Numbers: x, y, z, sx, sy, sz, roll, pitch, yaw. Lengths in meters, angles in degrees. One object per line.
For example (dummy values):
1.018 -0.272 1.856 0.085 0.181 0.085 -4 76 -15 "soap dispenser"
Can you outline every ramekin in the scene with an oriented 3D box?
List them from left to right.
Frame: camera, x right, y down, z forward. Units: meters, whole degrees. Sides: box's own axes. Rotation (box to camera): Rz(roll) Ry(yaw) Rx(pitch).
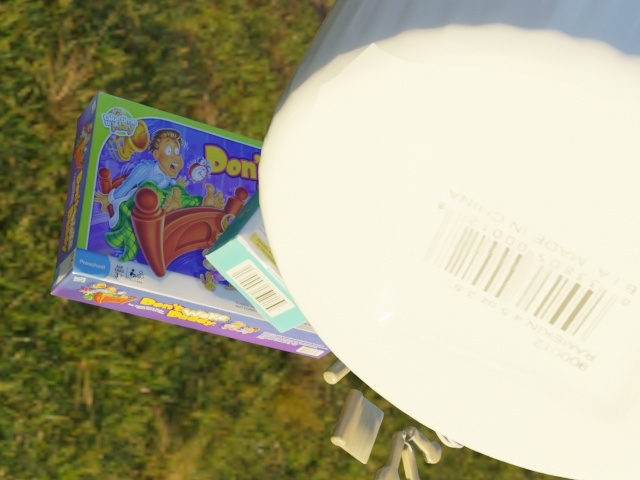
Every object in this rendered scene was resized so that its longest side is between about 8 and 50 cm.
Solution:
0.108 -0.022 0.555 0.135 0.277 0.277 -58 134 -39 "ramekin"

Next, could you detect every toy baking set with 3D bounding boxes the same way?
0.092 0.166 1.369 0.256 0.030 0.197 -42 115 -43 "toy baking set"

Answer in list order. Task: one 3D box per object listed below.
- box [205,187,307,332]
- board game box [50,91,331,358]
0.006 -0.040 1.159 0.100 0.060 0.244 46 53 -13 "box"
-0.129 -0.014 1.542 0.347 0.078 0.233 15 62 -25 "board game box"
